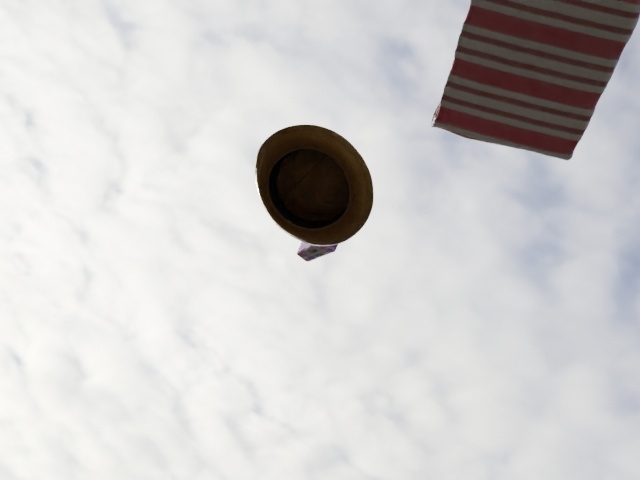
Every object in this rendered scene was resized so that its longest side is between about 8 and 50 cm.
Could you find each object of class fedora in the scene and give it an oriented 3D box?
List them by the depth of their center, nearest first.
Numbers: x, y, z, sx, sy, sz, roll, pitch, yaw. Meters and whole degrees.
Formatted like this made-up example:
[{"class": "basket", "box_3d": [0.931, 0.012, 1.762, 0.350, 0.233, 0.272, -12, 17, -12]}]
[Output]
[{"class": "fedora", "box_3d": [0.000, -0.086, 1.139, 0.194, 0.079, 0.194, 15, -57, 24]}]

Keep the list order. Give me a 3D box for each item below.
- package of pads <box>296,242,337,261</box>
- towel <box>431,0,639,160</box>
[{"class": "package of pads", "box_3d": [0.000, 0.000, 1.259, 0.032, 0.050, 0.083, 33, -27, -20]}, {"class": "towel", "box_3d": [0.196, -0.170, 0.743, 0.144, 0.029, 0.197, 16, -50, 2]}]
